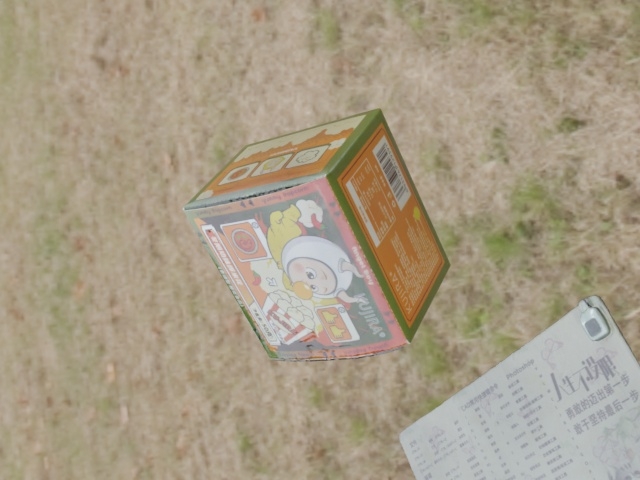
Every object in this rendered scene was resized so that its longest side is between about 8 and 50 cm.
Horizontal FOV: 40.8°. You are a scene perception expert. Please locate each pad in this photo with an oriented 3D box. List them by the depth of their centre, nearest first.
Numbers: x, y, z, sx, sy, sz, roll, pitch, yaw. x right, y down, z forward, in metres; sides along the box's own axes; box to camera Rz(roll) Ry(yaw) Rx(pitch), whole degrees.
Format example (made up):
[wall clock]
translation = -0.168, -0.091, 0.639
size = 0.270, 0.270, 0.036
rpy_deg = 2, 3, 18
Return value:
[pad]
translation = 0.166, 0.177, 0.694
size = 0.265, 0.009, 0.159
rpy_deg = -48, 56, 41

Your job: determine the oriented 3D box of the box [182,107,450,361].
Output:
[box]
translation = 0.000, 0.000, 0.867
size = 0.178, 0.148, 0.194
rpy_deg = -10, 119, 34
